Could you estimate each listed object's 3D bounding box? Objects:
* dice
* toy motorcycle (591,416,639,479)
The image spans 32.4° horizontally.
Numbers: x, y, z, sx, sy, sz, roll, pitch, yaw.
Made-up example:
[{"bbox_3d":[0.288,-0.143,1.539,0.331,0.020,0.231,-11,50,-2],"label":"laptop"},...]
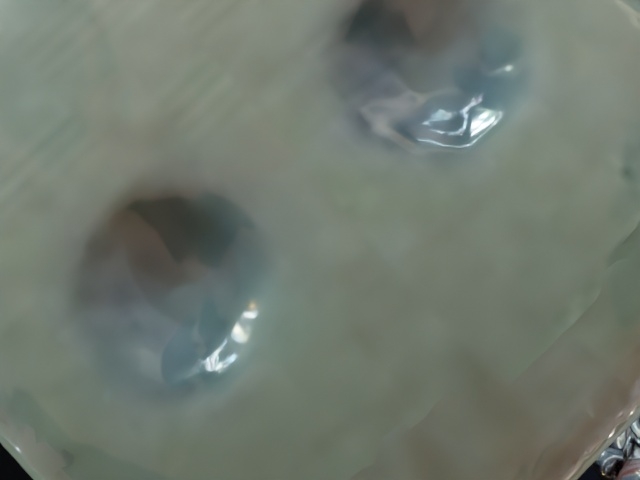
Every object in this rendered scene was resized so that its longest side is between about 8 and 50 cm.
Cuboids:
[{"bbox_3d":[0.000,0.000,0.478,0.262,0.268,0.264,-43,-100,-4],"label":"dice"},{"bbox_3d":[0.301,0.113,0.947,0.134,0.207,0.401,10,-72,32],"label":"toy motorcycle"}]
